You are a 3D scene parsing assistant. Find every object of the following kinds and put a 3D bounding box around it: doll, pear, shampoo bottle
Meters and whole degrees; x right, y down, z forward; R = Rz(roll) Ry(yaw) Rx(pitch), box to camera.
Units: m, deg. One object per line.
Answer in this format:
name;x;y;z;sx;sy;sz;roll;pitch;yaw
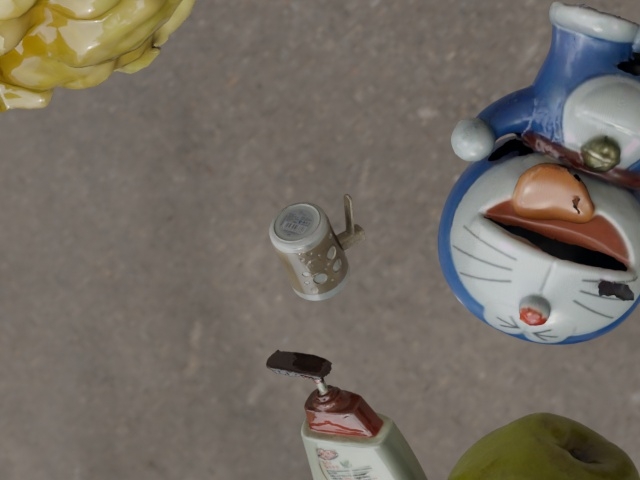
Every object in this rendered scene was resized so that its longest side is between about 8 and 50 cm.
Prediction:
doll;0.192;-0.045;1.225;0.215;0.161;0.257;14;103;-12
pear;0.230;0.344;1.819;0.253;0.253;0.307;34;110;16
shampoo bottle;0.032;0.241;1.915;0.153;0.071;0.284;-4;123;32

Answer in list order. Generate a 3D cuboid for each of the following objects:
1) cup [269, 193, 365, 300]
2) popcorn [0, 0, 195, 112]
cup;0.000;0.006;1.897;0.102;0.074;0.099;-19;138;5
popcorn;-0.170;-0.162;0.724;0.265;0.225;0.332;46;109;37
